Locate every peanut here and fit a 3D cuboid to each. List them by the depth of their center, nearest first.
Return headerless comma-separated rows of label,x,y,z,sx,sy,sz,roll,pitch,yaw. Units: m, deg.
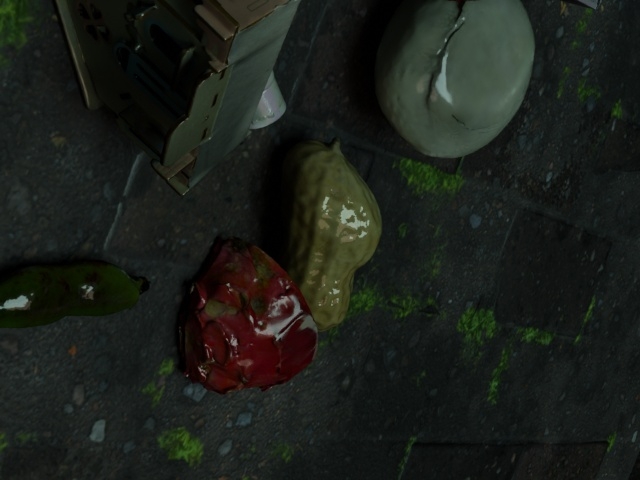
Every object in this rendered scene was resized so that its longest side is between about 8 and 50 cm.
peanut,0.008,0.000,1.719,0.143,0.159,0.291,-24,127,-52

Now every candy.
candy,0.198,-0.264,1.790,0.295,0.185,0.296,-14,113,-36

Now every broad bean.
broad bean,-0.320,0.064,1.432,0.339,0.061,0.077,-5,125,-50

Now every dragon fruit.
dragon fruit,-0.100,0.126,1.688,0.163,0.189,0.262,-70,155,-53

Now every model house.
model house,-0.182,-0.226,1.306,0.169,0.244,0.326,-37,168,-30

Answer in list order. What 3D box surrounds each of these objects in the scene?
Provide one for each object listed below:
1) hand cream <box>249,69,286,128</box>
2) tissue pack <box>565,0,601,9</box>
hand cream,-0.132,-0.280,1.489,0.111,0.070,0.312,-44,131,-25
tissue pack,0.353,-0.456,1.907,0.246,0.148,0.093,7,105,-53
